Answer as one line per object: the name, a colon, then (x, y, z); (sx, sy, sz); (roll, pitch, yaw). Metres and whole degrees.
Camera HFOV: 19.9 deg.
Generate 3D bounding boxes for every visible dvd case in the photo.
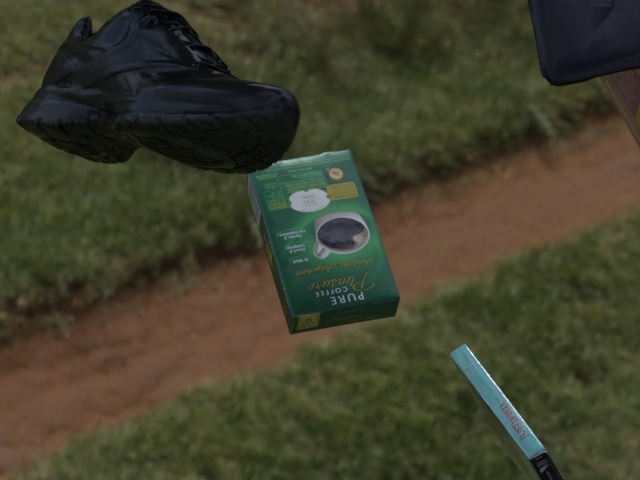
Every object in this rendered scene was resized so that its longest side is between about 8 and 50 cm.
dvd case: (0.114, 0.118, 1.004); (0.013, 0.119, 0.087); (-35, 48, -1)

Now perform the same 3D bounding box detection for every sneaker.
sneaker: (-0.126, -0.128, 1.435); (0.286, 0.130, 0.109); (9, -15, 40)

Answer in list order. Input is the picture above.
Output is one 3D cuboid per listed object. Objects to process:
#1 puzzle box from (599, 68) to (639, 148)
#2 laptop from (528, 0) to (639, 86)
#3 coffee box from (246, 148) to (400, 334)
puzzle box: (0.358, -0.044, 1.567); (0.052, 0.272, 0.409); (-27, 74, -2)
laptop: (0.356, -0.262, 1.322); (0.408, 0.236, 0.382); (18, 54, -37)
coffee box: (0.000, 0.000, 1.795); (0.113, 0.040, 0.184); (-10, 59, -14)
